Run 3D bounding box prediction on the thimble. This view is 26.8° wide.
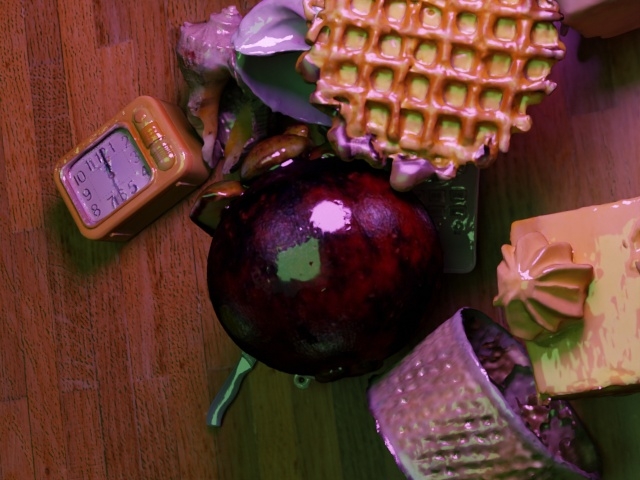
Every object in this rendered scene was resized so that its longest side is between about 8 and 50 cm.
[{"bbox_3d":[0.193,0.219,1.588,0.150,0.271,0.271,-41,71,15],"label":"thimble"}]

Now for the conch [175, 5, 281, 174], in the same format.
[{"bbox_3d":[-0.121,-0.197,1.824,0.163,0.178,0.245,5,121,-12],"label":"conch"}]

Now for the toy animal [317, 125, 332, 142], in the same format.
[{"bbox_3d":[-0.032,-0.065,1.809,0.269,0.082,0.137,-30,74,19],"label":"toy animal"}]

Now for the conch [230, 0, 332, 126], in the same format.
[{"bbox_3d":[0.087,-0.257,1.669,0.368,0.197,0.249,16,131,10],"label":"conch"}]

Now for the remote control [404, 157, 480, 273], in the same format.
[{"bbox_3d":[0.158,-0.113,1.746,0.109,0.055,0.313,1,82,19],"label":"remote control"}]

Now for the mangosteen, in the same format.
[{"bbox_3d":[0.002,0.019,1.621,0.311,0.311,0.311,-2,85,25],"label":"mangosteen"}]

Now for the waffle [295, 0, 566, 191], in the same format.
[{"bbox_3d":[0.119,-0.216,1.519,0.329,0.062,0.329,1,98,8],"label":"waffle"}]

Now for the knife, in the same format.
[{"bbox_3d":[-0.103,0.170,1.862,0.028,0.015,0.210,35,100,30],"label":"knife"}]

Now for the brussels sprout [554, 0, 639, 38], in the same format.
[{"bbox_3d":[0.313,-0.432,1.574,0.315,0.276,0.371,-30,75,23],"label":"brussels sprout"}]

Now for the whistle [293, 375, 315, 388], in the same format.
[{"bbox_3d":[0.026,0.079,1.784,0.126,0.067,0.258,25,92,11],"label":"whistle"}]

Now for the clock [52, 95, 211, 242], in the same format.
[{"bbox_3d":[-0.270,-0.100,1.917,0.202,0.096,0.143,-37,76,19],"label":"clock"}]

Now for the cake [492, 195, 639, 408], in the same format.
[{"bbox_3d":[0.340,0.070,1.516,0.227,0.286,0.222,-13,81,23],"label":"cake"}]
